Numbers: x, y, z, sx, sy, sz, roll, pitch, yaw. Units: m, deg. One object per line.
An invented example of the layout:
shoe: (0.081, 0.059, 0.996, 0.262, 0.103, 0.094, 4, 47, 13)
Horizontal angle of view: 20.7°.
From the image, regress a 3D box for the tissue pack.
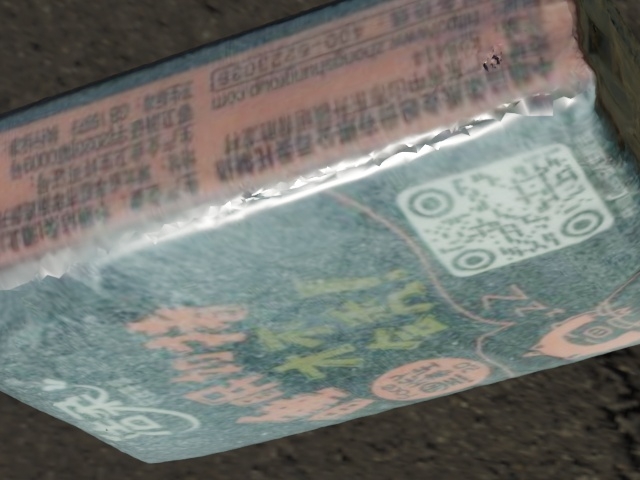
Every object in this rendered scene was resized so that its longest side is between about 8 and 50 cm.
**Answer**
tissue pack: (0.000, 0.000, 0.761, 0.315, 0.228, 0.103, -16, 59, 20)
